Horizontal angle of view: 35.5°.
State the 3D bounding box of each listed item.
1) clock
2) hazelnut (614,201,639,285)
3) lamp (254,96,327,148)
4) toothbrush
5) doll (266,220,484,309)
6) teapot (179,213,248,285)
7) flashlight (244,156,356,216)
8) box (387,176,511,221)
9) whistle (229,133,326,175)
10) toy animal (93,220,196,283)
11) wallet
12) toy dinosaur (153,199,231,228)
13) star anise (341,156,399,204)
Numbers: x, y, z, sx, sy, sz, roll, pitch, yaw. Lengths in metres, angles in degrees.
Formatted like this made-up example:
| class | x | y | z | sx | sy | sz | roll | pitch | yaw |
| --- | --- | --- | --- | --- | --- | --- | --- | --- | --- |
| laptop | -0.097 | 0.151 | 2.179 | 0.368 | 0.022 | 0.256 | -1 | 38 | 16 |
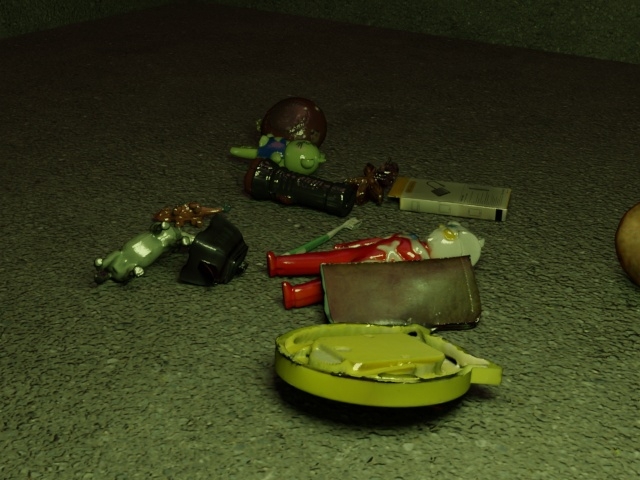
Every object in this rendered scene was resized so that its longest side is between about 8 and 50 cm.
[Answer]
| class | x | y | z | sx | sy | sz | roll | pitch | yaw |
| --- | --- | --- | --- | --- | --- | --- | --- | --- | --- |
| clock | 0.077 | 0.181 | 1.403 | 0.293 | 0.071 | 0.277 | 2 | 10 | -21 |
| hazelnut | 0.612 | 0.014 | 1.705 | 0.214 | 0.176 | 0.214 | 24 | 5 | -2 |
| lamp | -0.059 | -0.258 | 2.360 | 0.156 | 0.135 | 0.157 | -31 | 57 | -2 |
| toothbrush | 0.000 | 0.000 | 1.891 | 0.024 | 0.018 | 0.257 | 24 | 31 | 30 |
| doll | 0.106 | 0.037 | 1.726 | 0.383 | 0.099 | 0.188 | -9 | 25 | -15 |
| teapot | -0.171 | 0.028 | 1.740 | 0.096 | 0.087 | 0.177 | 26 | 27 | 3 |
| flashlight | -0.042 | -0.103 | 2.055 | 0.231 | 0.093 | 0.093 | 18 | 28 | 24 |
| box | 0.272 | -0.088 | 2.095 | 0.247 | 0.033 | 0.129 | 7 | 25 | 13 |
| whistle | -0.094 | -0.193 | 2.252 | 0.227 | 0.085 | 0.105 | 9 | 15 | 18 |
| toy animal | -0.301 | 0.019 | 1.737 | 0.216 | 0.073 | 0.176 | -30 | 1 | -22 |
| wallet | 0.128 | 0.089 | 1.600 | 0.255 | 0.031 | 0.137 | -2 | 58 | -8 |
| toy dinosaur | -0.251 | -0.054 | 1.962 | 0.154 | 0.049 | 0.055 | -6 | 21 | -6 |
| star anise | 0.119 | -0.134 | 2.135 | 0.097 | 0.070 | 0.191 | 2 | 40 | 31 |
